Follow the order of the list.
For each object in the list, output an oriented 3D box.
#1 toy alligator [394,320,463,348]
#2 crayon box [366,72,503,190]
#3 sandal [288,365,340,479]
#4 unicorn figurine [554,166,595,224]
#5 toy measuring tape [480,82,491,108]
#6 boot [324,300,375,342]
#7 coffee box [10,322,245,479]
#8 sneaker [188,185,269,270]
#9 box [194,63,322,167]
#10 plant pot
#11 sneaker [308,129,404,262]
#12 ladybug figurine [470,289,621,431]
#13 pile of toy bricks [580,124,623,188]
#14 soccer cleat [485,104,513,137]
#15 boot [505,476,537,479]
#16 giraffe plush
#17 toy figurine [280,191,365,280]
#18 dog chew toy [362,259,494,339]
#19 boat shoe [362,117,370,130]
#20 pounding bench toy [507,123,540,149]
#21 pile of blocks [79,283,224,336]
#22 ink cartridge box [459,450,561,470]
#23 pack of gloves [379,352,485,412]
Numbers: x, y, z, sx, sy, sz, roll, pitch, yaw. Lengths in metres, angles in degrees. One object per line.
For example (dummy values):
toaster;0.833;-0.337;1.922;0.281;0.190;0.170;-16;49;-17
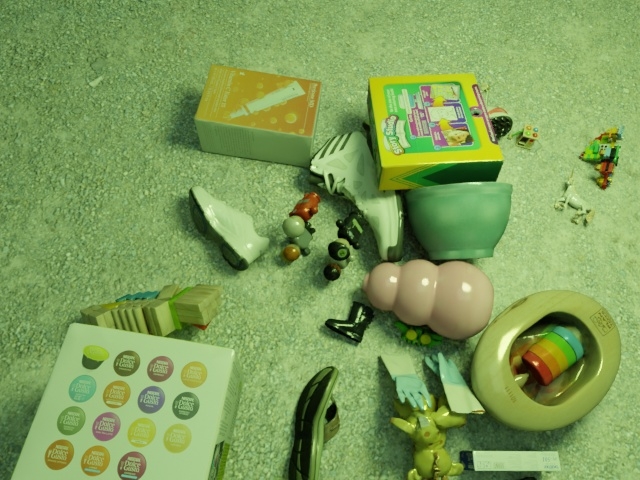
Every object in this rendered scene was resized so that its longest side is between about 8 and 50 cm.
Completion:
toy alligator;0.285;0.267;1.293;0.190;0.056;0.051;17;108;2
crayon box;0.302;-0.312;1.342;0.314;0.106;0.362;-3;55;1
sandal;-0.004;0.459;1.166;0.086;0.120;0.302;23;65;-25
unicorn figurine;0.796;-0.128;1.504;0.111;0.060;0.162;-41;91;-19
toy measuring tape;0.457;-0.317;1.491;0.122;0.121;0.329;3;95;-3
boot;0.082;0.212;1.303;0.121;0.045;0.099;26;69;0
coffee box;-0.368;0.397;1.028;0.338;0.338;0.334;10;65;0
sneaker;-0.269;-0.047;1.375;0.129;0.111;0.297;-34;76;-33
box;-0.183;-0.381;1.477;0.346;0.168;0.214;9;66;-1
plant pot;0.383;-0.043;1.328;0.294;0.293;0.196;-3;87;-5
sneaker;0.101;-0.127;1.417;0.258;0.169;0.446;-9;64;5
ladybug figurine;0.566;0.301;1.228;0.450;0.162;0.305;-26;75;-17
pile of toy bricks;0.909;-0.283;1.561;0.105;0.118;0.212;11;72;36
soccer cleat;0.461;-0.392;1.578;0.319;0.108;0.116;-4;43;-1
boot;0.559;0.622;1.145;0.198;0.076;0.136;-10;62;-10
giraffe plush;0.264;0.481;1.142;0.182;0.210;0.170;-8;91;22
toy figurine;0.000;0.000;1.299;0.213;0.209;0.148;26;56;7
dog chew toy;0.277;0.143;1.272;0.332;0.206;0.206;10;66;9
boat shoe;0.205;-0.348;1.554;0.048;0.056;0.153;-42;68;-15
pounding bench toy;0.671;-0.349;1.581;0.084;0.065;0.052;16;66;3
pile of blocks;-0.428;0.200;1.254;0.363;0.149;0.112;-7;110;2
ink cartridge box;0.455;0.534;1.160;0.207;0.097;0.046;2;66;-3
pack of gloves;0.270;0.332;1.183;0.195;0.232;0.046;4;109;-9
